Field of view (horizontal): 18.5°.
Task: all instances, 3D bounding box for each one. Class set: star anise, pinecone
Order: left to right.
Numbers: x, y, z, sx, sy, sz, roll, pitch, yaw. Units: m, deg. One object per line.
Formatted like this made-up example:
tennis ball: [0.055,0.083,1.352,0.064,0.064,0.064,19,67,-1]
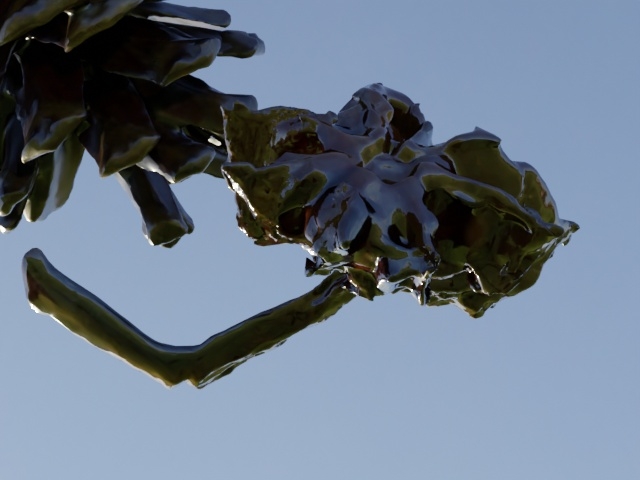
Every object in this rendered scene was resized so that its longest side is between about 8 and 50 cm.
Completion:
pinecone: [-0.204,-0.151,1.577,0.384,0.384,0.384,-12,-40,-10]
star anise: [-0.004,-0.009,1.160,0.346,0.237,0.148,-13,-58,-12]
